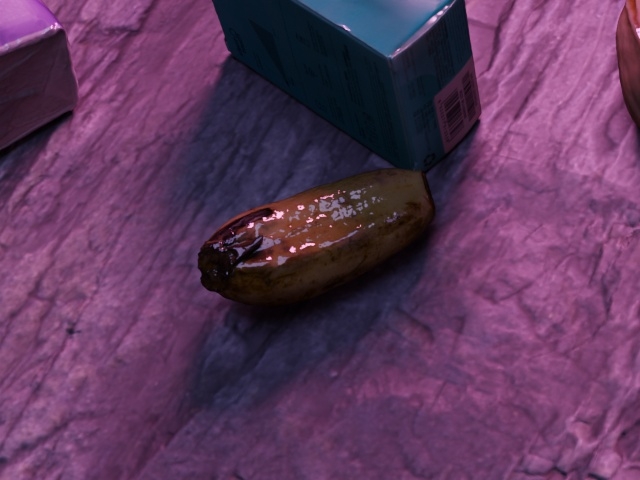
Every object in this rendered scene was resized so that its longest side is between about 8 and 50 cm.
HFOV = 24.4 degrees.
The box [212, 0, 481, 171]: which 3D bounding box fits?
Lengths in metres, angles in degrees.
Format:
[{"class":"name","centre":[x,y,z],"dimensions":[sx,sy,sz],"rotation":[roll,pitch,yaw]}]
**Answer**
[{"class":"box","centre":[0.018,-0.231,1.578],"dimensions":[0.118,0.205,0.311],"rotation":[-42,57,-19]}]

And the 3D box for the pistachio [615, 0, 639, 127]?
[{"class":"pistachio","centre":[0.355,-0.180,1.519],"dimensions":[0.108,0.126,0.185],"rotation":[-35,43,27]}]

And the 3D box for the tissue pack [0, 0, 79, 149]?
[{"class":"tissue pack","centre":[-0.459,-0.242,1.717],"dimensions":[0.242,0.160,0.338],"rotation":[-27,55,-18]}]

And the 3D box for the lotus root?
[{"class":"lotus root","centre":[0.000,0.000,1.491],"dimensions":[0.258,0.097,0.110],"rotation":[-19,60,-10]}]
